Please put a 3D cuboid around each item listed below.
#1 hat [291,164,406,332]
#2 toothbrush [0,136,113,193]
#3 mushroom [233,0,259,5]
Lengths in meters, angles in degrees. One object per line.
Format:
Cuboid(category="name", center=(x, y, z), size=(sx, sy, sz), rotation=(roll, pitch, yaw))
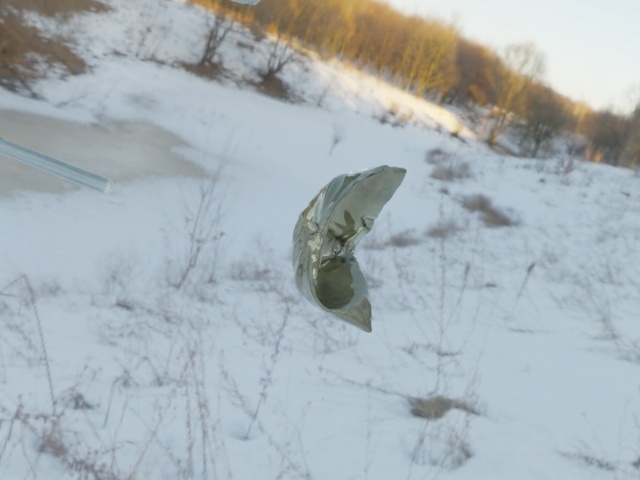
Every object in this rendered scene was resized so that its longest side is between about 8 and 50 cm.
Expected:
Cuboid(category="hat", center=(0.000, 0.000, 0.781), size=(0.144, 0.166, 0.173), rotation=(21, -12, -36))
Cuboid(category="toothbrush", center=(-0.453, -0.130, 1.067), size=(0.342, 0.030, 0.025), rotation=(19, -10, -36))
Cuboid(category="mushroom", center=(-0.136, -0.402, 0.885), size=(0.128, 0.128, 0.350), rotation=(25, -12, 26))
